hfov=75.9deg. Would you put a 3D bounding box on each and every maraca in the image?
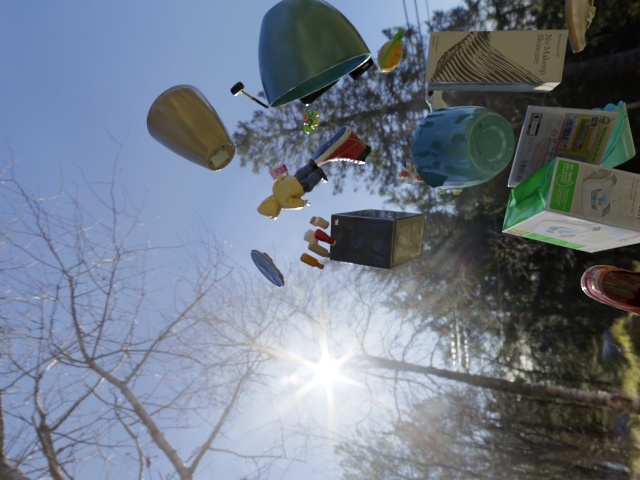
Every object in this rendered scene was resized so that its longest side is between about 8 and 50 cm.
[{"bbox_3d":[0.304,-0.807,1.748,0.185,0.099,0.127,-63,-9,30],"label":"maraca"}]

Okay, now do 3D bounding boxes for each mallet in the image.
[{"bbox_3d":[-0.308,-0.650,1.845,0.190,0.062,0.039,17,-121,-36],"label":"mallet"}]

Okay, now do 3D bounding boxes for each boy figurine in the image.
[{"bbox_3d":[-0.106,-0.176,1.535,0.285,0.177,0.092,-41,-28,-2],"label":"boy figurine"}]

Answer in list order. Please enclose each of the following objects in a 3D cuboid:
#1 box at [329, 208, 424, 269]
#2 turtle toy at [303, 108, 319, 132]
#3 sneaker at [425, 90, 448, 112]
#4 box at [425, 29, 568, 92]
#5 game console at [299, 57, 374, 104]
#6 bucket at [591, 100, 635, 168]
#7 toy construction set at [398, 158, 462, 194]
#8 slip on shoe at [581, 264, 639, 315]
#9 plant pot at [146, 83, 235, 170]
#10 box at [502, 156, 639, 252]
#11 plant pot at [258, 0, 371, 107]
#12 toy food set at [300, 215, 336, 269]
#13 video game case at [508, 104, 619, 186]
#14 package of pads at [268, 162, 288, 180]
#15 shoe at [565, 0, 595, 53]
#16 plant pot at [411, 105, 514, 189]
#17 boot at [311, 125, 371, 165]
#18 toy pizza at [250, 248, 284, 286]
[{"bbox_3d":[0.265,-0.020,1.857,0.395,0.294,0.211,-12,-73,-57],"label":"box"},{"bbox_3d":[-0.057,-0.636,2.185,0.066,0.095,0.130,-2,-78,-34],"label":"turtle toy"},{"bbox_3d":[0.475,-0.573,1.713,0.094,0.080,0.212,-30,-67,-40],"label":"sneaker"},{"bbox_3d":[0.375,-0.392,0.905,0.094,0.275,0.113,-25,-61,-75],"label":"box"},{"bbox_3d":[0.033,-0.704,1.676,0.361,0.213,0.044,-42,-4,-9],"label":"game console"},{"bbox_3d":[0.939,-0.344,1.449,0.281,0.281,0.183,-36,-77,-57],"label":"bucket"},{"bbox_3d":[0.504,-0.309,1.958,0.215,0.328,0.151,-110,32,-41],"label":"toy construction set"},{"bbox_3d":[0.796,0.135,0.946,0.101,0.331,0.123,15,-88,-70],"label":"slip on shoe"},{"bbox_3d":[-0.448,-0.386,1.516,0.256,0.274,0.256,-40,-19,-17],"label":"plant pot"},{"bbox_3d":[0.586,-0.072,0.939,0.262,0.231,0.126,62,-136,-80],"label":"box"},{"bbox_3d":[-0.043,-0.493,1.039,0.195,0.290,0.290,63,-146,-13],"label":"plant pot"},{"bbox_3d":[0.000,0.000,1.716,0.105,0.111,0.232,30,-132,-22],"label":"toy food set"},{"bbox_3d":[0.599,-0.223,1.031,0.023,0.193,0.212,-56,-29,-54],"label":"video game case"},{"bbox_3d":[-0.190,-0.311,1.862,0.083,0.032,0.050,-35,-81,-17],"label":"package of pads"},{"bbox_3d":[0.578,-0.534,0.908,0.076,0.058,0.219,-34,-64,-49],"label":"shoe"},{"bbox_3d":[0.496,-0.313,1.382,0.293,0.235,0.292,-3,-81,-20],"label":"plant pot"},{"bbox_3d":[0.085,-0.342,1.700,0.176,0.244,0.088,32,-134,-30],"label":"boot"},{"bbox_3d":[-0.214,0.111,1.707,0.032,0.201,0.201,-42,-51,-24],"label":"toy pizza"}]
